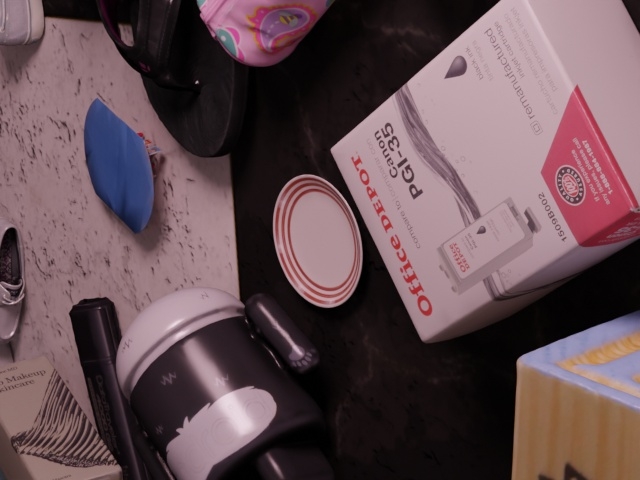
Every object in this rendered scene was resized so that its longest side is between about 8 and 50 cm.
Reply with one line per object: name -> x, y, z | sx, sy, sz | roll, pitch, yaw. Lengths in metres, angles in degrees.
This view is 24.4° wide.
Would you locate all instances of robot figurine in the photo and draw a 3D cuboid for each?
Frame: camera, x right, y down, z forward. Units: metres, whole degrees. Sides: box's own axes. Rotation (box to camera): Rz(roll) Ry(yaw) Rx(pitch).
robot figurine -> -0.103, 0.180, 1.600 | 0.278, 0.209, 0.173 | 52, 165, 24

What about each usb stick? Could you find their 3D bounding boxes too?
usb stick -> -0.264, 0.208, 1.897 | 0.077, 0.045, 0.278 | -10, 94, 44

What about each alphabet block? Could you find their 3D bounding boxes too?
alphabet block -> 0.274, 0.183, 1.137 | 0.193, 0.192, 0.197 | 21, 118, 47

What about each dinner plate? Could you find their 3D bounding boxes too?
dinner plate -> 0.000, 0.000, 1.536 | 0.141, 0.017, 0.141 | 18, 115, 45

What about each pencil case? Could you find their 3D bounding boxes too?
pencil case -> -0.014, -0.287, 1.378 | 0.284, 0.124, 0.124 | -46, 67, 47

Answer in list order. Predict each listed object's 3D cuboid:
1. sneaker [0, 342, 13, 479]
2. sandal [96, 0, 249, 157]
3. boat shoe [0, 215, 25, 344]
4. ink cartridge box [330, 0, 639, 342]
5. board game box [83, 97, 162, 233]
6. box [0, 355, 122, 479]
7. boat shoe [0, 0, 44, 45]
sneaker -> -0.527, 0.206, 2.123 | 0.135, 0.150, 0.366 | -29, 79, 49
sandal -> -0.192, -0.299, 1.593 | 0.167, 0.107, 0.445 | -15, 90, 51
boat shoe -> -0.435, 0.059, 2.042 | 0.063, 0.066, 0.184 | 17, 105, 47
ink cartridge box -> 0.161, -0.061, 1.246 | 0.283, 0.117, 0.207 | -39, 72, 48
board game box -> -0.229, -0.091, 1.768 | 0.169, 0.033, 0.133 | 41, 136, 41
box -> -0.358, 0.269, 1.930 | 0.275, 0.113, 0.094 | 43, 139, 46
boat shoe -> -0.410, -0.355, 1.853 | 0.079, 0.081, 0.227 | -6, 98, 50
